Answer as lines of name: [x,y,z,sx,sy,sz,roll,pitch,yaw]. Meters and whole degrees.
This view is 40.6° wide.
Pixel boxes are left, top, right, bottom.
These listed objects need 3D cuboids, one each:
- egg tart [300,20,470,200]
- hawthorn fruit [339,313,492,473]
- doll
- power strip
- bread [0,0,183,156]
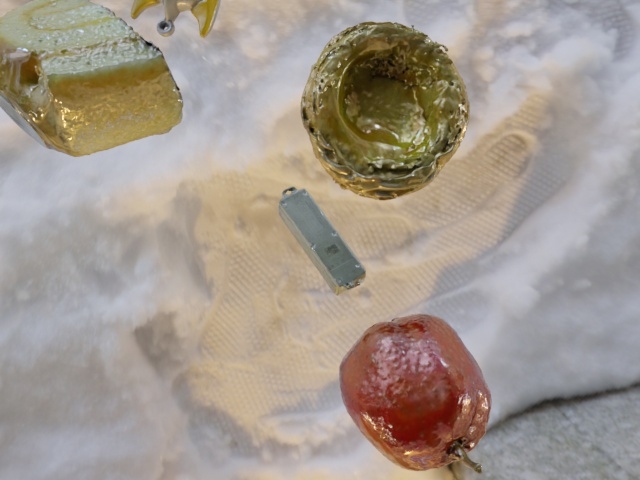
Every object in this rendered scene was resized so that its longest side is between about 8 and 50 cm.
egg tart: [0.099,-0.203,1.386,0.288,0.118,0.288,1,84,-9]
hawthorn fruit: [0.142,0.227,1.207,0.205,0.253,0.205,-18,142,-15]
doll: [-0.219,-0.506,1.544,0.146,0.103,0.316,23,78,-12]
power strip: [-0.001,0.000,1.820,0.078,0.052,0.272,-28,65,-19]
bread: [-0.476,-0.297,1.661,0.264,0.395,0.239,-36,137,-24]
